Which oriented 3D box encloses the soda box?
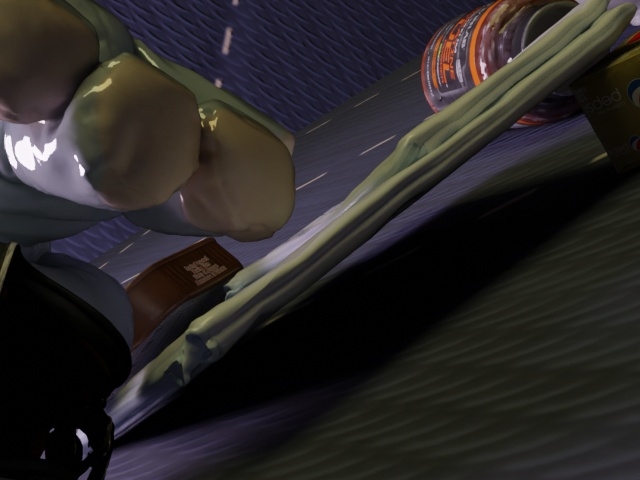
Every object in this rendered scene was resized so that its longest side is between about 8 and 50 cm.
[{"bbox_3d":[0.222,-0.109,0.906,0.058,0.061,0.181,-23,11,47],"label":"soda box"}]

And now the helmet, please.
[{"bbox_3d":[-0.186,0.079,0.765,0.169,0.161,0.169,-35,31,24],"label":"helmet"}]

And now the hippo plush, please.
[{"bbox_3d":[-0.182,-0.025,0.882,0.236,0.294,0.234,-56,-10,8],"label":"hippo plush"}]

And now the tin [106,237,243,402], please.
[{"bbox_3d":[-0.111,0.056,1.062,0.106,0.040,0.189,-50,-6,20],"label":"tin"}]

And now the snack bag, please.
[{"bbox_3d":[0.000,0.000,0.926,0.342,0.037,0.323,-38,0,-26],"label":"snack bag"}]

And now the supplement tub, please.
[{"bbox_3d":[0.155,-0.140,1.213,0.106,0.106,0.198,-33,7,-12],"label":"supplement tub"}]

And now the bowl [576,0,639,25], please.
[{"bbox_3d":[0.323,-0.293,1.445,0.298,0.134,0.298,-30,7,4],"label":"bowl"}]
